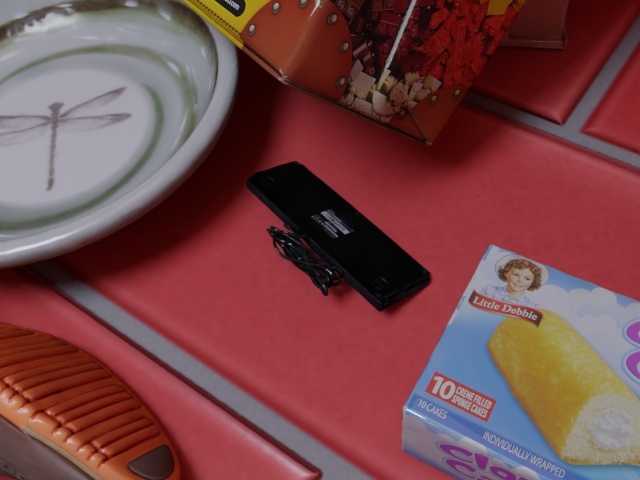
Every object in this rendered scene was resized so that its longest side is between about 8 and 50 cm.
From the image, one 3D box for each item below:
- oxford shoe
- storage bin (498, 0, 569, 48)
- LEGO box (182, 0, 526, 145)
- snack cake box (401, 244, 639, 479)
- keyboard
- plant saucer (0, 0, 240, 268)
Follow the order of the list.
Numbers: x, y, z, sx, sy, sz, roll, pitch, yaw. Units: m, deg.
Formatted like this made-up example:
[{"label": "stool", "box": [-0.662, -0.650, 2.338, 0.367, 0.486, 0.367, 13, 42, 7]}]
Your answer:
[{"label": "oxford shoe", "box": [-0.273, 0.126, 0.512, 0.363, 0.130, 0.133, 24, 91, 15]}, {"label": "storage bin", "box": [0.159, -0.361, 0.797, 0.260, 0.123, 0.262, 5, 55, 11]}, {"label": "LEGO box", "box": [-0.011, -0.380, 0.614, 0.500, 0.193, 0.372, 46, 112, 36]}, {"label": "snack cake box", "box": [0.204, 0.126, 0.457, 0.264, 0.089, 0.152, 23, 60, 20]}, {"label": "keyboard", "box": [0.000, 0.000, 0.614, 0.100, 0.038, 0.192, -20, 50, -38]}, {"label": "plant saucer", "box": [-0.271, -0.118, 0.678, 0.400, 0.100, 0.400, -3, 53, 4]}]
